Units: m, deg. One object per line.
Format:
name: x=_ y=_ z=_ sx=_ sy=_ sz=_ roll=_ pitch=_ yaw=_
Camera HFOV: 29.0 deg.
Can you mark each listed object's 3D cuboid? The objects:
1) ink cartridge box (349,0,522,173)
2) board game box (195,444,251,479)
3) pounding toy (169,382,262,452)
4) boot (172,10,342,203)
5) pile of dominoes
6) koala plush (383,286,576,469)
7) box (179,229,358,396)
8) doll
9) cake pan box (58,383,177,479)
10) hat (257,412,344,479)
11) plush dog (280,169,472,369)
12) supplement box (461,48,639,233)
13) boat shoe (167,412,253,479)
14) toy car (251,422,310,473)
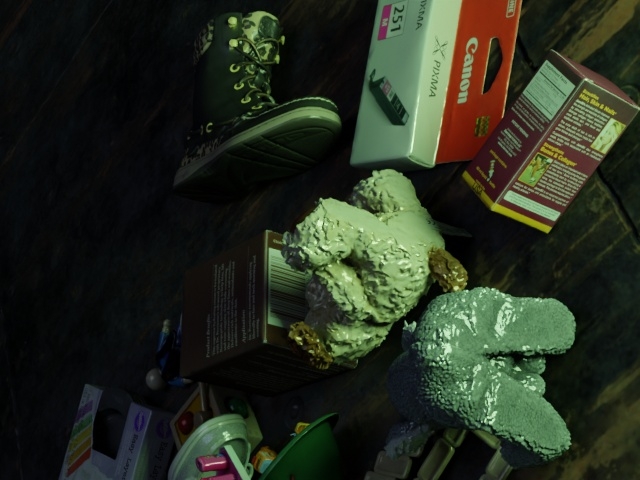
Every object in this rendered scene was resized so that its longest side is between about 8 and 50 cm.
ink cartridge box: x=0.157 y=-0.235 z=1.696 sx=0.239 sy=0.060 sz=0.275 roll=-5 pitch=71 yaw=53
board game box: x=-0.094 y=0.528 z=1.568 sx=0.390 sy=0.050 sz=0.390 roll=-128 pitch=40 yaw=-49
pounding toy: x=-0.164 y=0.265 z=1.855 sx=0.141 sy=0.100 sz=0.130 roll=-52 pitch=41 yaw=24
boot: x=-0.103 y=-0.235 z=1.974 sx=0.377 sy=0.138 sz=0.284 roll=-25 pitch=56 yaw=51
pile of dominoes: x=0.137 y=0.310 z=1.522 sx=0.251 sy=0.040 sz=0.196 roll=-58 pitch=37 yaw=4
koala plush: x=0.150 y=0.158 z=1.434 sx=0.221 sy=0.203 sz=0.196 roll=-29 pitch=48 yaw=58
box: x=-0.074 y=0.109 z=1.750 sx=0.203 sy=0.167 sz=0.168 roll=-25 pitch=57 yaw=45
doll: x=-0.233 y=0.176 z=2.028 sx=0.189 sy=0.046 sz=0.129 roll=-56 pitch=48 yaw=30
cake pan box: x=-0.347 y=0.382 z=2.071 sx=0.246 sy=0.070 sz=0.267 roll=11 pitch=83 yaw=51
hat: x=0.018 y=0.358 z=1.620 sx=0.183 sy=0.173 sz=0.208 roll=43 pitch=135 yaw=17
plush dog: x=0.060 y=0.063 z=1.598 sx=0.210 sy=0.262 sz=0.225 roll=38 pitch=123 yaw=13
supplement box: x=0.269 y=-0.115 z=1.458 sx=0.188 sy=0.104 sz=0.081 roll=-56 pitch=39 yaw=19
boat shoe: x=-0.158 y=0.387 z=1.768 sx=0.103 sy=0.118 sz=0.320 roll=41 pitch=122 yaw=37
toy car: x=-0.060 y=0.289 z=1.761 sx=0.122 sy=0.040 sz=0.060 roll=-56 pitch=39 yaw=20
